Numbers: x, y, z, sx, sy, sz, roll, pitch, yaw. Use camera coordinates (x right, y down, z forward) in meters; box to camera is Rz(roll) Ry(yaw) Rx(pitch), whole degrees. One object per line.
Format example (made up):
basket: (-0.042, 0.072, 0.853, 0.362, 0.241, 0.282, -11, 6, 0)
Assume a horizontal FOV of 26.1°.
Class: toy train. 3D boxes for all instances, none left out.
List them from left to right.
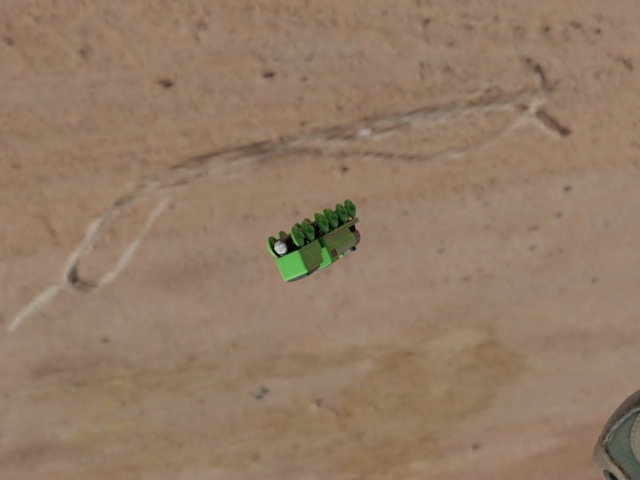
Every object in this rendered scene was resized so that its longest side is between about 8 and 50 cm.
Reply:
toy train: (0.000, 0.000, 0.609, 0.017, 0.024, 0.083, -23, -178, 24)

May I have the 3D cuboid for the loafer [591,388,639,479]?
loafer: (0.240, 0.185, 0.704, 0.096, 0.267, 0.084, -5, 143, -44)
